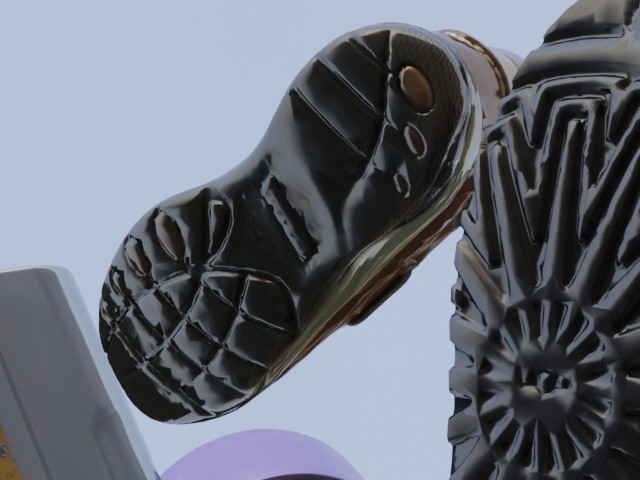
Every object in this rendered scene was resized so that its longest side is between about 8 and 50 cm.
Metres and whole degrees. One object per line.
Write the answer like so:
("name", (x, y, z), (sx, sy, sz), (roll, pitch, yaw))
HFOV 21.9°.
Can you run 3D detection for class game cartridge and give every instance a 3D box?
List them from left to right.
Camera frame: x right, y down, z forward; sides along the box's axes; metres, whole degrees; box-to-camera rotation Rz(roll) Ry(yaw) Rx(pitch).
("game cartridge", (-0.275, 0.142, 1.092), (0.297, 0.062, 0.198), (-25, -103, -2))

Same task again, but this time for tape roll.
("tape roll", (-0.036, 0.229, 1.121), (0.189, 0.080, 0.189), (-5, -73, -18))

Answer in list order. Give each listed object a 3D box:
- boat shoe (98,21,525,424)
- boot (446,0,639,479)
("boat shoe", (0.000, 0.000, 0.901), (0.324, 0.120, 0.123), (-39, -108, 41))
("boot", (0.182, 0.070, 0.735), (0.260, 0.131, 0.348), (6, -85, -42))
